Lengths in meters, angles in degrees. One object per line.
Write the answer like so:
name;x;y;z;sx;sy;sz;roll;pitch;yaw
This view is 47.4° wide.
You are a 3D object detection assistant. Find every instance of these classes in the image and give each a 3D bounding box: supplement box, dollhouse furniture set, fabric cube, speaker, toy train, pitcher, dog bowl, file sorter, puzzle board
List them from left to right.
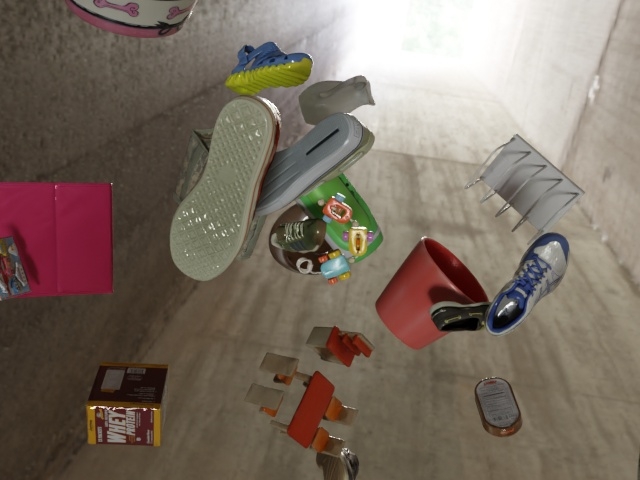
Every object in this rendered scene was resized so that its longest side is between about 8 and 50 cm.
puzzle board;-0.655;0.055;1.526;0.096;0.011;0.128;-23;96;-72
fabric cube;-0.636;0.002;1.738;0.254;0.259;0.258;172;-84;-66
dog bowl;-0.530;-0.711;2.028;0.408;0.408;0.150;-79;-171;-53
supplement box;-0.517;0.441;1.981;0.194;0.191;0.129;-98;-167;-63
dollhouse furniture set;0.002;0.319;1.590;0.262;0.135;0.259;48;58;-39
speaker;0.021;-0.090;1.726;0.296;0.131;0.131;52;18;-14
pitcher;0.042;-0.409;2.069;0.178;0.207;0.125;41;35;-75
toy train;0.029;-0.002;1.383;0.166;0.125;0.046;-63;180;13
file sorter;0.615;-0.149;2.232;0.173;0.278;0.193;-31;160;-48

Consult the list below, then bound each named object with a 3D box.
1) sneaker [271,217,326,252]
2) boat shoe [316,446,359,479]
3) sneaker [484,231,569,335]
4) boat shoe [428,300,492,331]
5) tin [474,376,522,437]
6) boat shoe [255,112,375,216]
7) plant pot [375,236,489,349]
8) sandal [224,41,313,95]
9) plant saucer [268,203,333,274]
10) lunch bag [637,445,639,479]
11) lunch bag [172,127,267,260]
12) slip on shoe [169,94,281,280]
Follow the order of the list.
sneaker;-0.054;-0.009;1.579;0.192;0.086;0.064;149;-52;-70
boat shoe;0.056;0.591;1.907;0.285;0.092;0.102;-179;-76;-79
sneaker;0.503;0.115;1.760;0.296;0.112;0.131;-59;166;11
boat shoe;0.391;0.206;1.901;0.081;0.228;0.068;117;-32;-46
tin;0.479;0.446;1.970;0.189;0.106;0.040;-97;176;-55
boat shoe;-0.030;-0.124;1.342;0.094;0.302;0.109;18;51;-49
plant pot;0.310;0.169;2.117;0.243;0.275;0.275;-45;-169;19
sandal;-0.148;-0.502;2.062;0.126;0.317;0.138;19;78;-48
plant saucer;0.000;0.000;2.205;0.050;0.311;0.310;-110;-161;-45
lunch bag;0.516;0.376;1.085;0.129;0.096;0.151;-58;154;-52
lunch bag;-0.241;-0.116;1.893;0.287;0.169;0.235;52;-43;27
slip on shoe;-0.142;-0.076;1.140;0.331;0.123;0.101;-66;172;25
